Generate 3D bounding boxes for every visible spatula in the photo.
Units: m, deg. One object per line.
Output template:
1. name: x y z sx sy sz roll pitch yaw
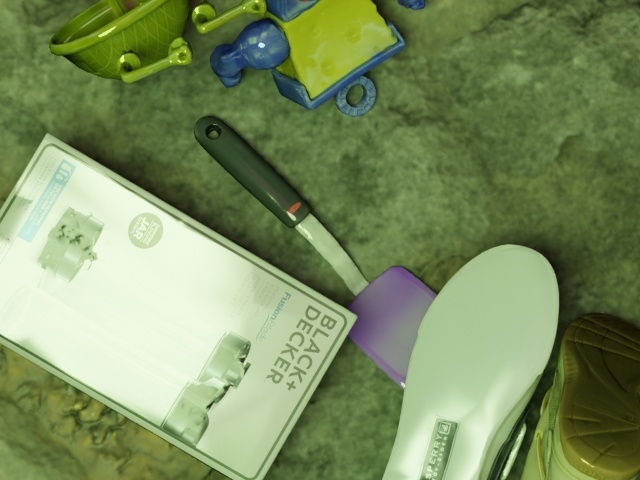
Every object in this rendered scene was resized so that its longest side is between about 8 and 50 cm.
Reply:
1. spatula: 0.000 0.000 1.323 0.084 0.030 0.296 -44 89 -14

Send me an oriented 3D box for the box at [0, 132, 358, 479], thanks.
1. box: -0.134 0.057 1.250 0.290 0.087 0.169 32 86 -3

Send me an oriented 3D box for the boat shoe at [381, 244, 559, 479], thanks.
1. boat shoe: 0.122 0.152 1.279 0.108 0.102 0.301 16 82 16

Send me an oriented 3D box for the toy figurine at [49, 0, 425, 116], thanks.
1. toy figurine: -0.012 -0.168 1.277 0.362 0.191 0.217 -37 129 -13

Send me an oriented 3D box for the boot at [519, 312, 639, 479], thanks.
1. boot: 0.210 0.191 1.279 0.095 0.262 0.203 20 118 4
